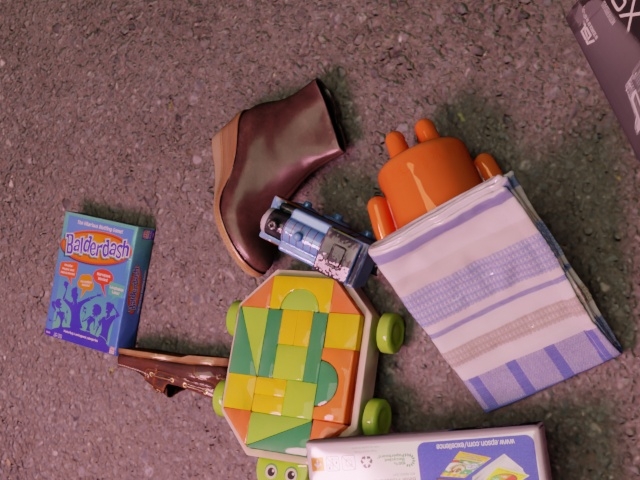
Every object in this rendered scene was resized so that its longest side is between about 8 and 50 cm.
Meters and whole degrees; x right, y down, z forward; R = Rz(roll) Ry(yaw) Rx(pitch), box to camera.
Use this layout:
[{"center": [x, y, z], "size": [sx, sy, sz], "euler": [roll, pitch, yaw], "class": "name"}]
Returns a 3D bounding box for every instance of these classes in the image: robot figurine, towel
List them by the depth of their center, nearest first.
[{"center": [0.213, 0.072, 1.228], "size": [0.209, 0.034, 0.285], "euler": [-29, 107, 25], "class": "towel"}, {"center": [0.153, -0.045, 1.299], "size": [0.128, 0.158, 0.219], "euler": [-43, 64, 53], "class": "robot figurine"}]

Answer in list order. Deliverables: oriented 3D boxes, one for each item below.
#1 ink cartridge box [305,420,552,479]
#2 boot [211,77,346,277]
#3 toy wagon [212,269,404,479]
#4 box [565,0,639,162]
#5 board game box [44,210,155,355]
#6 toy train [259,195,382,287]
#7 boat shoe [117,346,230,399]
[{"center": [0.142, 0.387, 1.226], "size": [0.304, 0.072, 0.307], "euler": [-8, 85, 21], "class": "ink cartridge box"}, {"center": [-0.056, -0.090, 1.441], "size": [0.207, 0.090, 0.248], "euler": [-22, 73, 29], "class": "boot"}, {"center": [-0.029, 0.214, 1.397], "size": [0.267, 0.068, 0.344], "euler": [2, 76, 30], "class": "toy wagon"}, {"center": [0.408, -0.228, 1.082], "size": [0.242, 0.077, 0.307], "euler": [-56, 36, 43], "class": "box"}, {"center": [-0.360, 0.068, 1.630], "size": [0.160, 0.047, 0.210], "euler": [11, 91, 30], "class": "board game box"}, {"center": [0.000, 0.000, 1.350], "size": [0.184, 0.105, 0.080], "euler": [27, 98, 18], "class": "toy train"}, {"center": [-0.227, 0.204, 1.530], "size": [0.207, 0.073, 0.073], "euler": [4, 87, 30], "class": "boat shoe"}]
